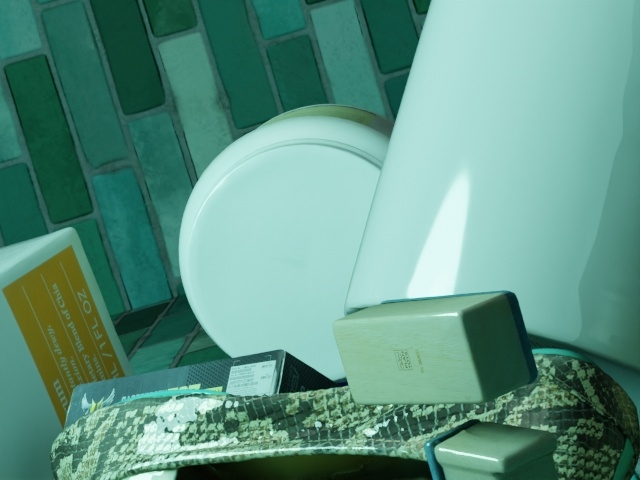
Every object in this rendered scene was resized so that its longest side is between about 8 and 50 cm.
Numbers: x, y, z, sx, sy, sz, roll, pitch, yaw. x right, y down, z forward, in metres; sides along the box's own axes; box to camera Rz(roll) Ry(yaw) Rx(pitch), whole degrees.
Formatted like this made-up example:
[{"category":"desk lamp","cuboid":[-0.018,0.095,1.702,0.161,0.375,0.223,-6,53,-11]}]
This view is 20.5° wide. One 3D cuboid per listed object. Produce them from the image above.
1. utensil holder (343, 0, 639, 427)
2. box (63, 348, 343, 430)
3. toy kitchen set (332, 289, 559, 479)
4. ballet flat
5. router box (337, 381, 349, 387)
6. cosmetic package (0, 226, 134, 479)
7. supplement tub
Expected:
[{"category":"utensil holder","cuboid":[0.215,-0.079,1.335,0.328,0.385,0.327,17,-12,3]},{"category":"box","cuboid":[-0.064,0.162,1.432,0.233,0.059,0.183,-12,-35,38]},{"category":"toy kitchen set","cuboid":[0.130,0.117,1.030,0.166,0.207,0.122,-20,7,-34]},{"category":"ballet flat","cuboid":[-0.021,0.184,1.211,0.483,0.164,0.182,-11,35,30]},{"category":"router box","cuboid":[0.119,0.122,1.683,0.335,0.082,0.301,-13,6,32]},{"category":"cosmetic package","cuboid":[-0.331,0.173,1.464,0.161,0.230,0.453,-16,12,27]},{"category":"supplement tub","cuboid":[0.000,0.000,1.598,0.235,0.235,0.325,-16,6,6]}]
